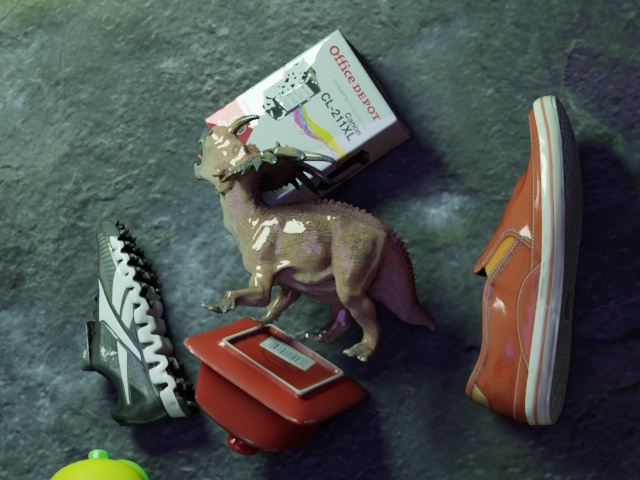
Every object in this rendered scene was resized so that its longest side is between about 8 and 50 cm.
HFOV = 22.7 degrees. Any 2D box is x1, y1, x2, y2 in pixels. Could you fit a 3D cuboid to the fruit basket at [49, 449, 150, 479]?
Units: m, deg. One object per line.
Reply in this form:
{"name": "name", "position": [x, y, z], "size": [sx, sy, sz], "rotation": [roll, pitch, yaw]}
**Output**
{"name": "fruit basket", "position": [-0.236, 0.400, 1.569], "size": [0.392, 0.392, 0.282], "rotation": [16, 114, 18]}

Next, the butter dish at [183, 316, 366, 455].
{"name": "butter dish", "position": [-0.060, 0.166, 1.626], "size": [0.160, 0.160, 0.118], "rotation": [32, 111, 20]}

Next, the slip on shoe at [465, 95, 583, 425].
{"name": "slip on shoe", "position": [0.203, 0.016, 1.592], "size": [0.101, 0.123, 0.331], "rotation": [5, 85, 20]}

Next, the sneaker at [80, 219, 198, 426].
{"name": "sneaker", "position": [-0.216, 0.094, 1.704], "size": [0.106, 0.078, 0.234], "rotation": [-22, 76, 7]}

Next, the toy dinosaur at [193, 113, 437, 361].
{"name": "toy dinosaur", "position": [0.000, 0.000, 1.597], "size": [0.296, 0.127, 0.200], "rotation": [19, 89, -5]}

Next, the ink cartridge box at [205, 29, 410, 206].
{"name": "ink cartridge box", "position": [-0.013, -0.121, 1.697], "size": [0.175, 0.072, 0.127], "rotation": [-34, 72, 6]}
